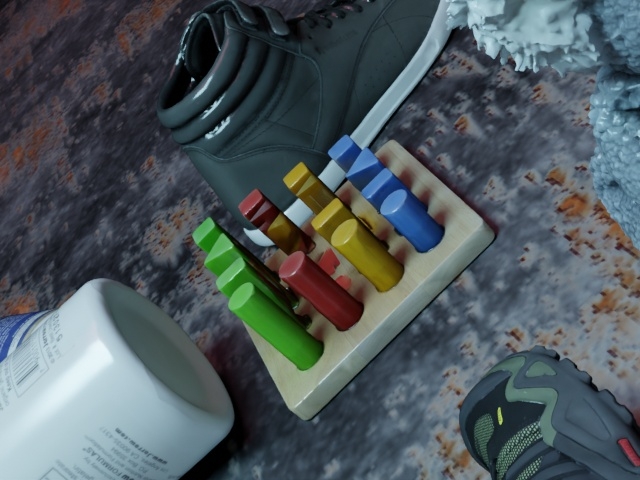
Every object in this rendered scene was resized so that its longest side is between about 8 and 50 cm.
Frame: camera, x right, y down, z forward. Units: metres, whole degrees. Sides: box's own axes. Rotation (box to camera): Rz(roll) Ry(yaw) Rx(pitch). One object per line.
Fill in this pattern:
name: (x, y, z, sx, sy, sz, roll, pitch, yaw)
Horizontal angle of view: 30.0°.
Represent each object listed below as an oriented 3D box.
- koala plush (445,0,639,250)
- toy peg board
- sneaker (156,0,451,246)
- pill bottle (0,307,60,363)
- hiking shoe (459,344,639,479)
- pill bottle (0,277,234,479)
koala plush: (0.162, -0.093, 0.504, 0.196, 0.221, 0.203, -50, 28, -5)
toy peg board: (0.000, 0.000, 0.757, 0.160, 0.079, 0.161, -45, 29, 4)
sneaker: (-0.007, -0.154, 0.891, 0.105, 0.147, 0.295, 2, 54, 57)
pill bottle: (-0.219, 0.101, 0.910, 0.169, 0.094, 0.094, -9, 46, 48)
hiking shoe: (0.085, 0.115, 0.451, 0.114, 0.086, 0.227, -40, 15, -5)
pill bottle: (-0.178, 0.144, 0.761, 0.229, 0.131, 0.131, -42, 29, 8)
